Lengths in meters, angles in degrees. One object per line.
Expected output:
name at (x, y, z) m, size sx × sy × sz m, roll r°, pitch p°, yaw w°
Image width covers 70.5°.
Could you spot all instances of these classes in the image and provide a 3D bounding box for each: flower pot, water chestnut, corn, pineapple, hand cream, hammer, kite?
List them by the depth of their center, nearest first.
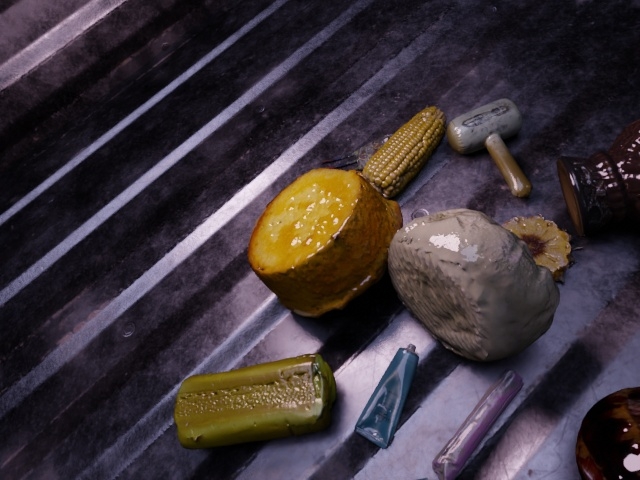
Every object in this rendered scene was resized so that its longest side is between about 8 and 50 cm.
water chestnut at (0.532, 0.386, 0.699) m, size 0.299 × 0.300 × 0.300 m, roll -9°, pitch 55°, yaw 14°
flower pot at (0.679, -0.133, 0.976) m, size 0.266 × 0.266 × 0.267 m, roll -15°, pitch 54°, yaw 21°
hand cream at (0.155, 0.329, 0.988) m, size 0.083 × 0.048 × 0.224 m, roll 20°, pitch 71°, yaw 27°
pineapple at (0.494, 0.022, 1.060) m, size 0.220 × 0.047 × 0.221 m, roll -9°, pitch 55°, yaw 13°
hammer at (0.479, -0.235, 1.205) m, size 0.201 × 0.113 × 0.306 m, roll -23°, pitch 58°, yaw 8°
corn at (0.236, -0.244, 1.278) m, size 0.130 × 0.130 × 0.347 m, roll 31°, pitch 72°, yaw 33°
kite at (0.121, -0.250, 1.393) m, size 0.244 × 0.015 × 0.141 m, roll -15°, pitch 52°, yaw 9°

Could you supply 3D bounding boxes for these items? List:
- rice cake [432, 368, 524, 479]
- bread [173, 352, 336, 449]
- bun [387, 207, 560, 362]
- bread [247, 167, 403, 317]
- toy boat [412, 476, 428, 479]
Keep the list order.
rice cake at (0.313, 0.362, 0.896) m, size 0.049 × 0.055 × 0.270 m, roll 37°, pitch 74°, yaw 30°
bread at (-0.146, 0.368, 1.022) m, size 0.383 × 0.112 × 0.166 m, roll -14°, pitch 58°, yaw 11°
bun at (0.304, 0.073, 0.920) m, size 0.210 × 0.360 × 0.359 m, roll -38°, pitch 53°, yaw -15°
bread at (0.000, 0.000, 1.110) m, size 0.397 × 0.215 × 0.398 m, roll -27°, pitch 38°, yaw 23°
toy boat at (0.197, 0.590, 0.782) m, size 0.210 × 0.070 × 0.292 m, roll 17°, pitch 62°, yaw 26°
